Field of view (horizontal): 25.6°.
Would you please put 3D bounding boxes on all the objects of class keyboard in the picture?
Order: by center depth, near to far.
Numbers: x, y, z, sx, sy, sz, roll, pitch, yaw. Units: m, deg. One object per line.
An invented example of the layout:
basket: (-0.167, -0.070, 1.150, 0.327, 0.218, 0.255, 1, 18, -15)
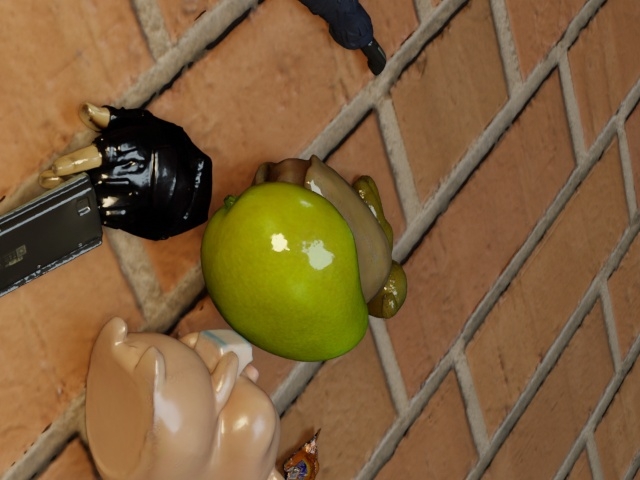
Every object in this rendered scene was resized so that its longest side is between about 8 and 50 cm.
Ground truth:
keyboard: (-0.324, 0.012, 1.437, 0.230, 0.025, 0.093, -30, 133, -30)

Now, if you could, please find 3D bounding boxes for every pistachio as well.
pistachio: (0.000, 0.000, 1.836, 0.293, 0.162, 0.181, 49, 33, -49)

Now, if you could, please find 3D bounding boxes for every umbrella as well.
umbrella: (0.036, -0.300, 1.896, 0.248, 0.071, 0.071, 38, 68, -57)

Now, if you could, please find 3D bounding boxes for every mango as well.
mango: (-0.043, 0.048, 1.663, 0.273, 0.185, 0.149, 79, 11, -48)

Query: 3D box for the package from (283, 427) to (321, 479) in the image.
package: (-0.023, 0.319, 1.998, 0.111, 0.033, 0.077, -31, 114, -53)

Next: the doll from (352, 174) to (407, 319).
doll: (0.065, 0.013, 2.009, 0.137, 0.097, 0.209, -129, -152, -86)

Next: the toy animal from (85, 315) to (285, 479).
toy animal: (-0.155, 0.203, 1.648, 0.256, 0.195, 0.213, 8, 105, -42)

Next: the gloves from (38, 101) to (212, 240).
gloves: (-0.215, -0.075, 1.554, 0.203, 0.124, 0.164, -15, 93, -61)
